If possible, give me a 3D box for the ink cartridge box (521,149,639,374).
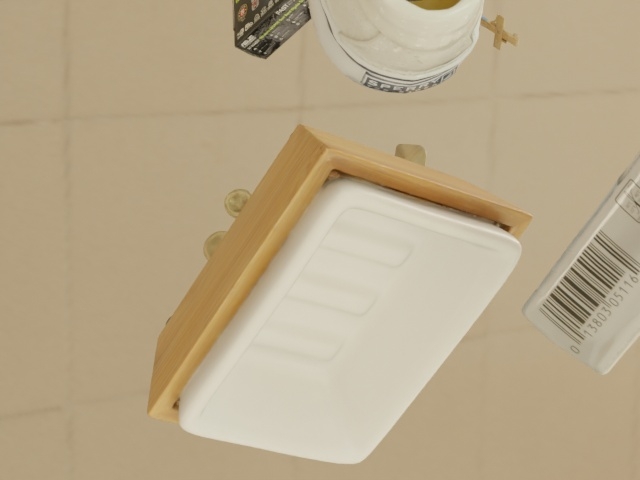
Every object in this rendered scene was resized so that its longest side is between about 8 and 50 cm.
[{"bbox_3d":[0.339,-0.102,1.335,0.385,0.091,0.308,-43,167,-41],"label":"ink cartridge box"}]

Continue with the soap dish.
[{"bbox_3d":[0.009,0.047,1.467,0.229,0.118,0.291,16,120,-36],"label":"soap dish"}]

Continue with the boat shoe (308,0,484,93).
[{"bbox_3d":[0.024,-0.272,0.928,0.136,0.156,0.367,-6,79,-10],"label":"boat shoe"}]

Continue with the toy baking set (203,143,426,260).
[{"bbox_3d":[0.001,0.006,1.646,0.256,0.196,0.030,-24,155,2],"label":"toy baking set"}]

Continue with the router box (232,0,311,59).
[{"bbox_3d":[-0.033,-0.237,1.587,0.038,0.122,0.092,19,52,-32],"label":"router box"}]

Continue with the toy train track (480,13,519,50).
[{"bbox_3d":[0.178,-0.231,1.829,0.014,0.083,0.048,-41,153,-28],"label":"toy train track"}]
